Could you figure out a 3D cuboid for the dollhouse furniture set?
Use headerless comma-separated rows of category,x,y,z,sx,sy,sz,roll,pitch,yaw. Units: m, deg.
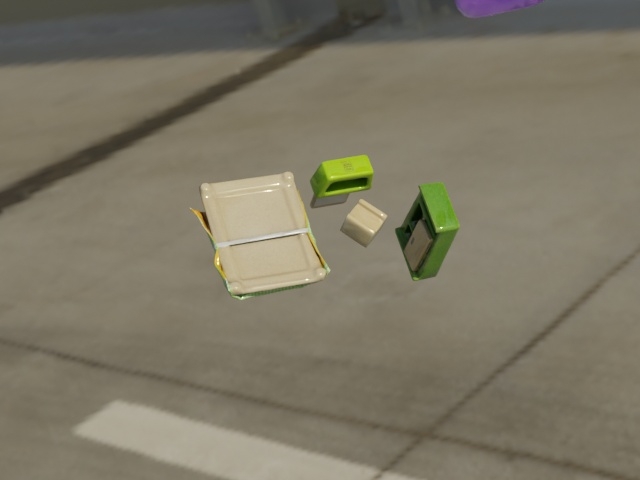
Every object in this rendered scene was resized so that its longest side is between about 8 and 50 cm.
dollhouse furniture set,0.000,0.000,0.818,0.152,0.076,0.058,-10,-28,-19

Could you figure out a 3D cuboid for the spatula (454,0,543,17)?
spatula,0.112,-0.276,0.800,0.084,0.296,0.030,-14,32,-20
